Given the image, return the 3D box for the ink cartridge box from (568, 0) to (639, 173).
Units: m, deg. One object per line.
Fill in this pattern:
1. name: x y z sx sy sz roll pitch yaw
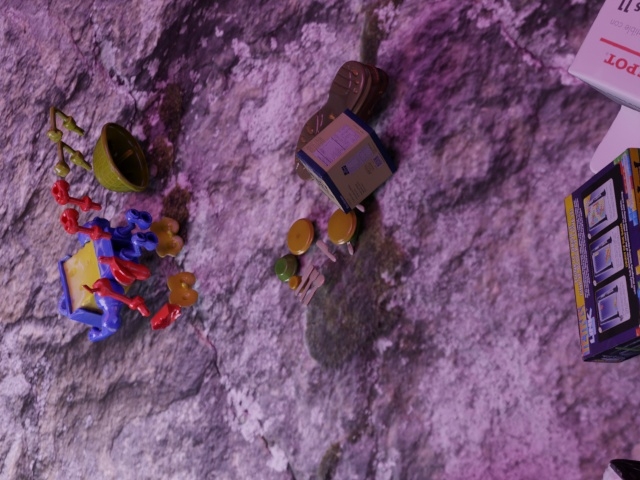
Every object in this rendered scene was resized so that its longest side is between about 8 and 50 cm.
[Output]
1. ink cartridge box: 0.375 -0.195 0.953 0.207 0.119 0.353 35 103 41

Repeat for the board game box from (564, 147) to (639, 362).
1. board game box: 0.285 0.018 0.978 0.141 0.048 0.170 123 147 -70

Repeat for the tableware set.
1. tableware set: 0.000 0.000 1.312 0.104 0.024 0.154 43 109 44

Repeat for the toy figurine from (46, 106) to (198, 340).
1. toy figurine: -0.343 0.015 1.516 0.217 0.191 0.362 -45 51 31

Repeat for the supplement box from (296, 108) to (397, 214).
1. supplement box: 0.032 -0.093 1.247 0.083 0.083 0.056 -41 49 -4

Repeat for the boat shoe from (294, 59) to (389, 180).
1. boat shoe: 0.028 -0.142 1.300 0.178 0.060 0.064 -57 50 33

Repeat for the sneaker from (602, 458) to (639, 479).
1. sneaker: 0.333 0.300 0.882 0.271 0.100 0.108 42 116 47
